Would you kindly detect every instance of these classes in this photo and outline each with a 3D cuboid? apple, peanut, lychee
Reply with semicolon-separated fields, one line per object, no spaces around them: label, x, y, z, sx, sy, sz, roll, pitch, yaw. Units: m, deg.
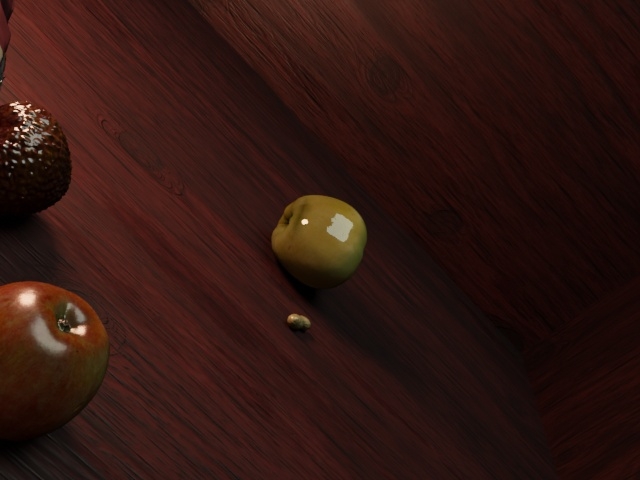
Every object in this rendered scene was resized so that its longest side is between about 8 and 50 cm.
apple;0.000;0.000;1.728;0.262;0.262;0.262;42;21;-20
peanut;-0.052;0.199;1.557;0.083;0.037;0.037;19;35;-51
lychee;-0.493;-0.126;1.018;0.194;0.194;0.194;42;21;-20
apple;-0.361;0.145;0.793;0.188;0.173;0.188;44;20;-21

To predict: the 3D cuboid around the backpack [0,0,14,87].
backpack;-0.614;-0.364;0.992;0.283;0.197;0.317;53;24;-42
